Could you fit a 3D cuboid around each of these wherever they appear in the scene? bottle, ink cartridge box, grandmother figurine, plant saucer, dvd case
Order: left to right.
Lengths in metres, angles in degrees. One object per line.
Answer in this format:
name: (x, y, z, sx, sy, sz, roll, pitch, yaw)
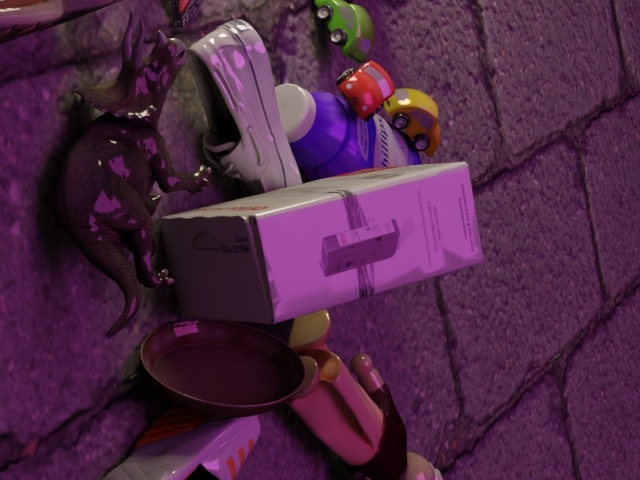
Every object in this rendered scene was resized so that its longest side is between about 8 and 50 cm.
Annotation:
dvd case: (-0.141, -0.300, 1.731, 0.119, 0.013, 0.087, 89, 21, -44)
plant saucer: (-0.100, 0.132, 1.624, 0.168, 0.168, 0.029, -35, 141, -58)
ink cartridge box: (0.000, 0.000, 1.677, 0.273, 0.197, 0.114, -14, 97, -32)
bottle: (0.027, -0.114, 1.956, 0.283, 0.092, 0.118, 28, 53, -56)
grandmother figurine: (0.052, 0.236, 1.922, 0.342, 0.104, 0.208, 50, 51, -41)

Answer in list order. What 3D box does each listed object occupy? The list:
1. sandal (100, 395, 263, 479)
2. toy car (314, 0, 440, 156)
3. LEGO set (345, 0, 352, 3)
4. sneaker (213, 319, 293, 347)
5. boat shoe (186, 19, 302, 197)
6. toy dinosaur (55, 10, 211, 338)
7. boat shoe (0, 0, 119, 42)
sandal: (-0.140, 0.230, 1.585, 0.265, 0.102, 0.076, -39, 120, -49)
toy car: (0.062, -0.224, 1.991, 0.239, 0.053, 0.225, 23, 35, -59)
LEGO set: (0.094, -0.478, 2.057, 0.255, 0.192, 0.331, 15, 71, -59)
sneaker: (-0.073, 0.085, 1.781, 0.170, 0.051, 0.089, 22, 65, -63)
boat shoe: (-0.091, -0.113, 1.770, 0.084, 0.095, 0.258, -30, 118, -27)
toy dinosaur: (-0.200, -0.047, 1.546, 0.160, 0.121, 0.313, 41, 53, -35)
boat shoe: (-0.280, -0.237, 1.421, 0.324, 0.123, 0.116, -44, 117, -68)
